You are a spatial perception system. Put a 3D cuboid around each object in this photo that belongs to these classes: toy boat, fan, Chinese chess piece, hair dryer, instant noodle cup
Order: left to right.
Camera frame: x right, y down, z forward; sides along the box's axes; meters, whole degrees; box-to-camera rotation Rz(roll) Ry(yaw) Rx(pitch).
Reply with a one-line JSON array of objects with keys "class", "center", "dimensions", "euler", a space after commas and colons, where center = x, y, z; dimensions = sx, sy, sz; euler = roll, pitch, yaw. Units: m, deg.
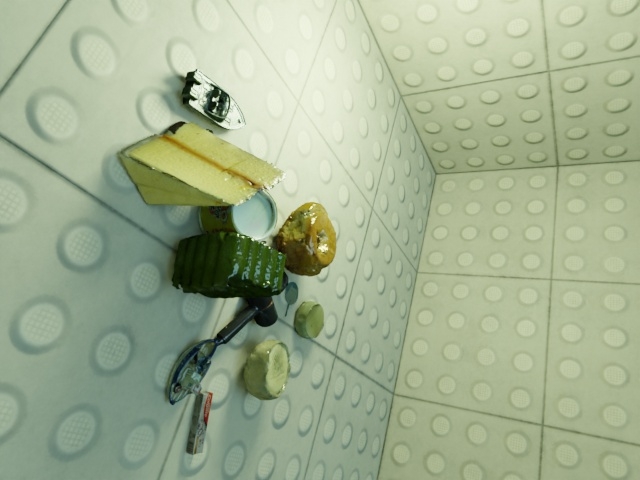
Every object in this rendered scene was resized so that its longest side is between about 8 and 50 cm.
[{"class": "toy boat", "center": [-0.449, 0.467, 1.599], "dimensions": [0.114, 0.115, 0.262], "euler": [57, 45, -42]}, {"class": "toy boat", "center": [-0.389, -0.512, 1.693], "dimensions": [0.319, 0.092, 0.141], "euler": [27, 70, -56]}, {"class": "instant noodle cup", "center": [-0.301, -0.093, 1.691], "dimensions": [0.264, 0.200, 0.265], "euler": [-2, 93, -43]}, {"class": "hair dryer", "center": [-0.322, 0.344, 1.841], "dimensions": [0.352, 0.107, 0.189], "euler": [-42, 128, -40]}, {"class": "fan", "center": [-0.147, 0.288, 2.184], "dimensions": [0.113, 0.005, 0.175], "euler": [43, 55, -50]}, {"class": "Chinese chess piece", "center": [-0.055, 0.403, 2.271], "dimensions": [0.188, 0.083, 0.189], "euler": [-12, 104, -59]}]

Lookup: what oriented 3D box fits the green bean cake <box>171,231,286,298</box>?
[{"class": "green bean cake", "center": [-0.319, 0.109, 1.596], "dimensions": [0.319, 0.335, 0.218], "euler": [27, 67, -51]}]

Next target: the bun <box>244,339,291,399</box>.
[{"class": "bun", "center": [-0.235, 0.552, 1.913], "dimensions": [0.259, 0.152, 0.260], "euler": [-2, 90, -70]}]

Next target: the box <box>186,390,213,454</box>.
[{"class": "box", "center": [-0.452, 0.680, 1.671], "dimensions": [0.055, 0.039, 0.218], "euler": [26, 69, -54]}]

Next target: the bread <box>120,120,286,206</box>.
[{"class": "bread", "center": [-0.372, -0.258, 1.519], "dimensions": [0.346, 0.404, 0.242], "euler": [-66, 153, -52]}]

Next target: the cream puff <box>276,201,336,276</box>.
[{"class": "cream puff", "center": [-0.078, -0.001, 2.076], "dimensions": [0.327, 0.231, 0.343], "euler": [-23, 106, -58]}]

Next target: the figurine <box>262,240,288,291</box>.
[{"class": "figurine", "center": [-0.218, 0.121, 1.977], "dimensions": [0.138, 0.110, 0.246], "euler": [-46, 120, -52]}]
